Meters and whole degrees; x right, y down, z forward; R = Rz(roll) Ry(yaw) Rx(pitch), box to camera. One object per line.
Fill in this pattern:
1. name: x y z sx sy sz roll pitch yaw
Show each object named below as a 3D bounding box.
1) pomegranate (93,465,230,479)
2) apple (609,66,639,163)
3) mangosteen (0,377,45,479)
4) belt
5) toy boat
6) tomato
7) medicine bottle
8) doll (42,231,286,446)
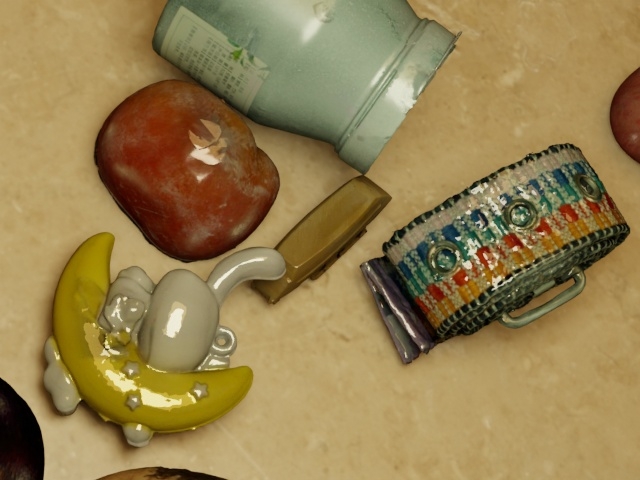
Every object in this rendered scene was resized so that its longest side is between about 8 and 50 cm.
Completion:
1. pomegranate: -0.147 0.375 1.632 0.322 0.322 0.322 7 68 -17
2. apple: 0.451 -0.161 2.136 0.153 0.120 0.153 7 68 -18
3. mangosteen: -0.416 0.224 1.629 0.287 0.233 0.287 2 100 12
4. belt: 0.217 0.017 1.939 0.295 0.207 0.160 -26 78 -24
5. toy boat: 0.000 0.000 1.943 0.057 0.077 0.200 41 65 14
6. tomato: -0.143 -0.094 1.891 0.214 0.155 0.181 42 67 -2
7. medicine bottle: -0.009 -0.236 1.907 0.290 0.245 0.245 35 63 2
8. doll: -0.178 0.103 1.826 0.237 0.111 0.252 14 71 0
